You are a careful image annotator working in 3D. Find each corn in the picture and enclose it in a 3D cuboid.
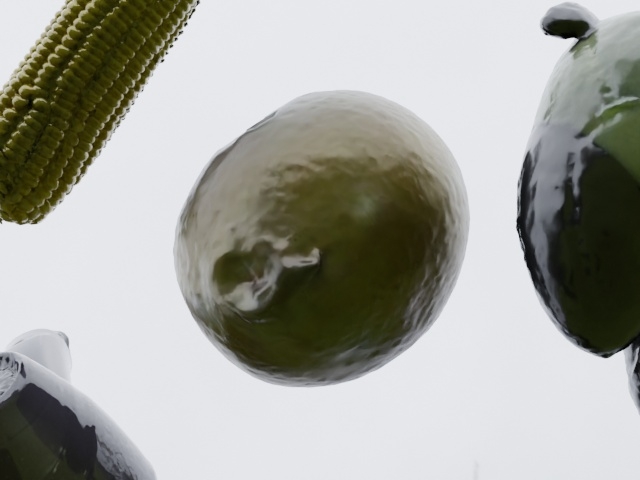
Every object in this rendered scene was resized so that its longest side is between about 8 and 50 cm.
[{"bbox_3d":[-0.132,-0.097,0.779,0.072,0.072,0.203,36,-93,-30],"label":"corn"}]

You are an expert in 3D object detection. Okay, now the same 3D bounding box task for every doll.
[{"bbox_3d":[0.177,-0.002,0.593,0.144,0.135,0.234,-32,-55,18],"label":"doll"}]

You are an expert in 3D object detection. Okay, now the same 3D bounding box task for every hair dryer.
[{"bbox_3d":[-0.152,0.151,0.887,0.121,0.361,0.301,-28,-63,-2],"label":"hair dryer"}]

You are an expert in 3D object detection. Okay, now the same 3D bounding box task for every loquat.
[{"bbox_3d":[0.000,0.000,0.690,0.152,0.195,0.152,5,-77,22],"label":"loquat"}]
